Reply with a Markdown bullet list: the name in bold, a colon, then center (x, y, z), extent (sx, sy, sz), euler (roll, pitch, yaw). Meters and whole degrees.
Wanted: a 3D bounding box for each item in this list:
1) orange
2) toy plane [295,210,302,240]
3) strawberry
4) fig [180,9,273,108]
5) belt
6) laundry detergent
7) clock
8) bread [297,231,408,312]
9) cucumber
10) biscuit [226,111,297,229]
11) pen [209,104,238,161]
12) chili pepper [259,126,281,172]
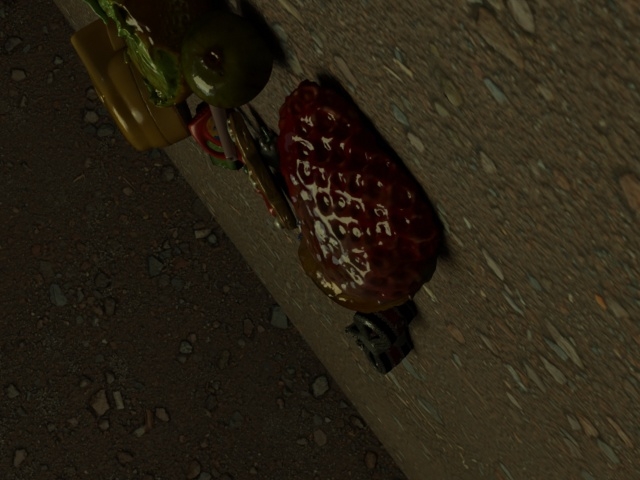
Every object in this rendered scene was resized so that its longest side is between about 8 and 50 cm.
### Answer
- **orange**: center (-0.292, -0.394, 1.765), extent (0.334, 0.196, 0.262), euler (52, 157, -12)
- **toy plane**: center (0.000, 0.000, 2.142), extent (0.167, 0.062, 0.054), euler (47, 174, -25)
- **strawberry**: center (0.029, -0.059, 1.519), extent (0.336, 0.149, 0.265), euler (58, 171, -15)
- **fig**: center (-0.129, -0.270, 1.642), extent (0.142, 0.148, 0.186), euler (35, -157, 23)
- **belt**: center (0.119, 0.168, 2.046), extent (0.126, 0.094, 0.359), euler (48, 171, 11)
- **laundry detergent**: center (-0.195, -0.209, 2.249), extent (0.165, 0.097, 0.049), euler (47, 175, -24)
- **clock**: center (-0.385, -0.328, 2.300), extent (0.244, 0.200, 0.317), euler (59, -177, -46)
- **bread**: center (0.043, 0.038, 1.829), extent (0.260, 0.134, 0.129), euler (47, 169, 36)
- **cucumber**: center (-0.215, -0.240, 2.358), extent (0.078, 0.062, 0.211), euler (12, 150, 12)
- **biscuit**: center (-0.112, -0.115, 2.169), extent (0.339, 0.047, 0.216), euler (61, -176, -73)
- **pen**: center (-0.203, -0.256, 2.170), extent (0.053, 0.032, 0.197), euler (63, -170, -80)
- **chili pepper**: center (-0.093, -0.167, 2.054), extent (0.153, 0.041, 0.050), euler (76, -171, -65)
